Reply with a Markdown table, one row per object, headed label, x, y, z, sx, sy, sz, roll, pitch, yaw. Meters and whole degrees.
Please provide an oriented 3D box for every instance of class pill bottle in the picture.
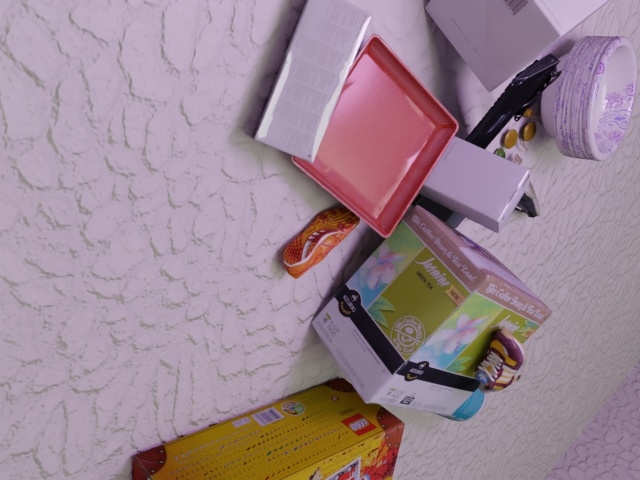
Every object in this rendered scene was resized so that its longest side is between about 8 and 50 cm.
| label | x | y | z | sx | sy | sz | roll | pitch | yaw |
| --- | --- | --- | --- | --- | --- | --- | --- | --- | --- |
| pill bottle | 0.327 | 0.373 | 1.565 | 0.264 | 0.146 | 0.146 | 33 | 86 | -47 |

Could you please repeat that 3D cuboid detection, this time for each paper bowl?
| label | x | y | z | sx | sy | sz | roll | pitch | yaw |
| --- | --- | --- | --- | --- | --- | --- | --- | --- | --- |
| paper bowl | 0.628 | -0.337 | 1.475 | 0.284 | 0.148 | 0.284 | -21 | 119 | -44 |

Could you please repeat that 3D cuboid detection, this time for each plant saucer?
| label | x | y | z | sx | sy | sz | roll | pitch | yaw |
| --- | --- | --- | --- | --- | --- | --- | --- | --- | --- |
| plant saucer | 0.094 | -0.177 | 1.092 | 0.259 | 0.047 | 0.258 | 37 | 83 | -33 |

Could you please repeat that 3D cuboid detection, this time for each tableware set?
| label | x | y | z | sx | sy | sz | roll | pitch | yaw |
| --- | --- | --- | --- | --- | --- | --- | --- | --- | --- |
| tableware set | 0.464 | -0.241 | 1.476 | 0.104 | 0.024 | 0.154 | 27 | 92 | -45 |

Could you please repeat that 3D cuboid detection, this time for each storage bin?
| label | x | y | z | sx | sy | sz | roll | pitch | yaw |
| --- | --- | --- | --- | --- | --- | --- | --- | --- | --- |
| storage bin | 0.272 | -0.090 | 1.279 | 0.098 | 0.091 | 0.135 | 0 | 136 | -45 |

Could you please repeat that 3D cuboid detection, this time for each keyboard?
| label | x | y | z | sx | sy | sz | roll | pitch | yaw |
| --- | --- | --- | --- | --- | --- | --- | --- | --- | --- |
| keyboard | 0.368 | -0.257 | 1.238 | 0.201 | 0.033 | 0.317 | -29 | 166 | -25 |

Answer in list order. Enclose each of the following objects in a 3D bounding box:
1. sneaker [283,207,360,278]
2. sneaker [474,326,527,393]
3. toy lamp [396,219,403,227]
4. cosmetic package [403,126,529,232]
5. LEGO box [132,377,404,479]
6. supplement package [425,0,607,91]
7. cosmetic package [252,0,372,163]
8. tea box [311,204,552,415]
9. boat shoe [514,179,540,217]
| label | x | y | z | sx | sy | sz | roll | pitch | yaw |
| --- | --- | --- | --- | --- | --- | --- | --- | --- | --- |
| sneaker | 0.000 | 0.000 | 1.129 | 0.175 | 0.064 | 0.067 | -36 | 152 | -19 |
| sneaker | 0.337 | 0.237 | 1.179 | 0.084 | 0.069 | 0.185 | -31 | 139 | -10 |
| toy lamp | 0.264 | 0.015 | 1.371 | 0.274 | 0.080 | 0.080 | 18 | 97 | -48 |
| cosmetic package | 0.263 | -0.120 | 1.175 | 0.117 | 0.231 | 0.085 | -56 | 158 | -4 |
| LEGO box | -0.101 | 0.529 | 1.194 | 0.500 | 0.193 | 0.373 | -10 | 117 | -41 |
| supplement package | 0.371 | -0.440 | 1.093 | 0.262 | 0.198 | 0.199 | -38 | 91 | -24 |
| cosmetic package | -0.015 | -0.248 | 0.947 | 0.098 | 0.060 | 0.239 | 21 | 96 | -13 |
| tea box | 0.227 | 0.154 | 1.242 | 0.329 | 0.220 | 0.323 | 23 | 111 | -48 |
| boat shoe | 0.496 | -0.110 | 1.547 | 0.233 | 0.079 | 0.084 | 28 | 48 | -58 |
